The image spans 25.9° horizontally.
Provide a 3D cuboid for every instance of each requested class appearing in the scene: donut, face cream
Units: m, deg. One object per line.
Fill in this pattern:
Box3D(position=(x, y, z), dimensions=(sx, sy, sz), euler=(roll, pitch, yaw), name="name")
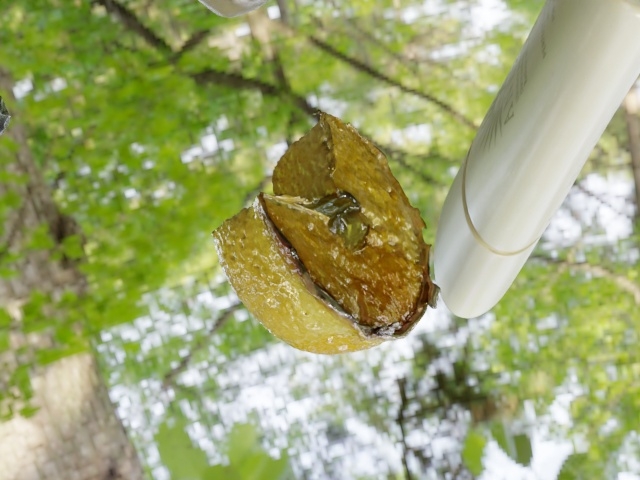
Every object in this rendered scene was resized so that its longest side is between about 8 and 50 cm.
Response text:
Box3D(position=(0.008, 0.008, 0.898), dimensions=(0.078, 0.146, 0.181), euler=(-32, -166, 28), name="donut")
Box3D(position=(0.176, -0.102, 1.057), dimensions=(0.081, 0.348, 0.174), euler=(20, -130, -2), name="face cream")

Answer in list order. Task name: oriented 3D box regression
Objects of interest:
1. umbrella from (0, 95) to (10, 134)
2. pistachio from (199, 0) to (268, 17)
Box3D(position=(-0.314, -0.127, 0.847), dimensions=(0.340, 0.118, 0.118), euler=(27, -134, 31), name="umbrella")
Box3D(position=(-0.075, -0.291, 1.133), dimensions=(0.135, 0.226, 0.136), euler=(-5, 164, -1), name="pistachio")
